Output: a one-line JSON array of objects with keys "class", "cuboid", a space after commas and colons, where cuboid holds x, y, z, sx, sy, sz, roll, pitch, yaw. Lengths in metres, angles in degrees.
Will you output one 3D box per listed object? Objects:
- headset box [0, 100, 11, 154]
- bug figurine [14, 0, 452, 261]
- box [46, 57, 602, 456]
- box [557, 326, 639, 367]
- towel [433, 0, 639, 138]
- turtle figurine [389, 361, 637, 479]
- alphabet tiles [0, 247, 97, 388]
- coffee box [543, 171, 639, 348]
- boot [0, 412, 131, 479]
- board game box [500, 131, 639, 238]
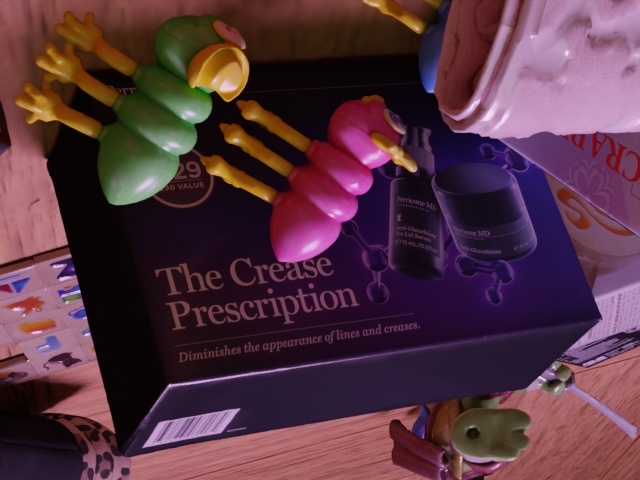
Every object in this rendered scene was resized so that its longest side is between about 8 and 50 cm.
[{"class": "headset box", "cuboid": [-0.204, -0.052, 0.761, 0.062, 0.032, 0.083, -32, 153, 28]}, {"class": "bug figurine", "cuboid": [0.000, -0.095, 0.669, 0.279, 0.072, 0.216, 22, 103, -52]}, {"class": "box", "cuboid": [0.000, 0.000, 0.839, 0.261, 0.184, 0.103, -7, 153, -27]}, {"class": "box", "cuboid": [0.224, 0.026, 1.161, 0.147, 0.077, 0.180, 14, 148, -39]}, {"class": "towel", "cuboid": [0.225, -0.183, 0.592, 0.332, 0.053, 0.317, -4, 127, -30]}, {"class": "turtle figurine", "cuboid": [0.205, 0.189, 1.423, 0.198, 0.275, 0.266, -50, 158, -15]}, {"class": "alphabet tiles", "cuboid": [-0.180, 0.052, 1.048, 0.237, 0.009, 0.198, -17, 157, -5]}, {"class": "coffee box", "cuboid": [0.193, -0.017, 1.005, 0.246, 0.141, 0.098, -20, 157, 0]}, {"class": "boot", "cuboid": [-0.354, 0.212, 1.127, 0.377, 0.138, 0.284, -30, 157, 22]}, {"class": "board game box", "cuboid": [0.277, -0.052, 0.789, 0.319, 0.318, 0.066, -4, 119, -29]}]
